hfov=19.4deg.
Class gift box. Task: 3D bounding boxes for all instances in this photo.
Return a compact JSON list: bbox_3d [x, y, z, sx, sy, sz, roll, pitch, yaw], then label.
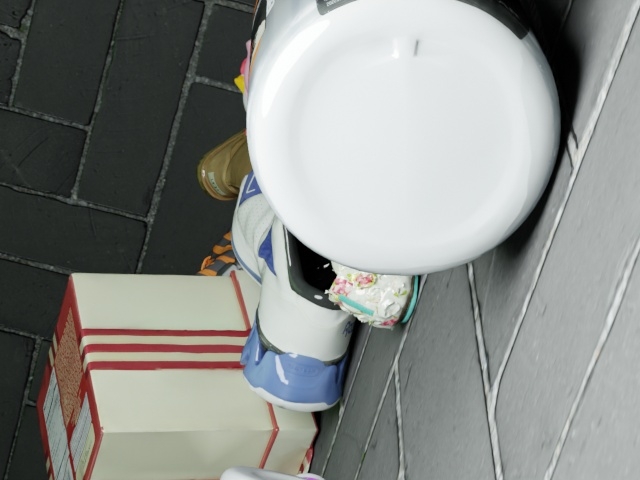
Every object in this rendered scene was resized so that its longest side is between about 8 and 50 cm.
[{"bbox_3d":[-0.140,0.205,1.955,0.255,0.258,0.276,113,149,-45],"label":"gift box"}]

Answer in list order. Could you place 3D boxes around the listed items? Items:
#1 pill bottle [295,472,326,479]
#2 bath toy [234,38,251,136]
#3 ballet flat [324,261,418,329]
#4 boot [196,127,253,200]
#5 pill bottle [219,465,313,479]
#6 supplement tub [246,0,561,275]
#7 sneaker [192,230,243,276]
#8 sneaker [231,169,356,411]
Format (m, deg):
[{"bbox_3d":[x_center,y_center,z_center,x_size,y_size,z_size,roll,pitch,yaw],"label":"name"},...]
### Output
[{"bbox_3d":[-0.014,0.248,1.649,0.083,0.043,0.043,-84,11,-51],"label":"pill bottle"},{"bbox_3d":[-0.017,-0.168,1.919,0.129,0.151,0.348,-52,11,-8],"label":"bath toy"},{"bbox_3d":[0.047,-0.022,1.582,0.241,0.077,0.091,-83,9,-53],"label":"ballet flat"},{"bbox_3d":[-0.007,-0.113,2.141,0.236,0.089,0.269,-41,16,-17],"label":"boot"},{"bbox_3d":[-0.045,0.295,1.473,0.121,0.121,0.216,-167,92,-84],"label":"pill bottle"},{"bbox_3d":[0.048,-0.116,1.257,0.316,0.194,0.193,-91,16,-69],"label":"supplement tub"},{"bbox_3d":[-0.137,0.090,2.216,0.321,0.124,0.180,-31,11,-2],"label":"sneaker"},{"bbox_3d":[0.000,0.001,1.810,0.315,0.127,0.182,-96,24,-53],"label":"sneaker"}]
